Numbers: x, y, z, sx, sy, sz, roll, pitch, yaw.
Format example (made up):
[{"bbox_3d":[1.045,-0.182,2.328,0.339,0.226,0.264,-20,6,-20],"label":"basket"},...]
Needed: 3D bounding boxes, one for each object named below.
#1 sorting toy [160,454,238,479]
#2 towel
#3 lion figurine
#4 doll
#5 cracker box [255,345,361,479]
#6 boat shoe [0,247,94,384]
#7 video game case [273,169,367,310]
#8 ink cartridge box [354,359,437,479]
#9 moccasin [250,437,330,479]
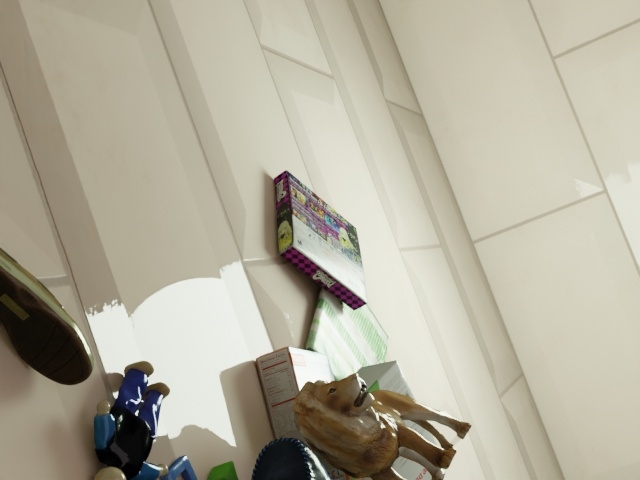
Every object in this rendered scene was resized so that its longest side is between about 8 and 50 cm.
[{"bbox_3d":[-0.100,0.430,1.217,0.196,0.047,0.347,8,62,-69],"label":"sorting toy"},{"bbox_3d":[0.054,0.202,1.916,0.248,0.038,0.325,58,23,-23],"label":"towel"},{"bbox_3d":[0.097,0.300,1.546,0.240,0.142,0.392,28,-1,14],"label":"lion figurine"},{"bbox_3d":[-0.218,0.226,1.127,0.129,0.046,0.189,58,21,-24],"label":"doll"},{"bbox_3d":[-0.017,0.294,1.566,0.156,0.067,0.232,25,47,-62],"label":"cracker box"},{"bbox_3d":[-0.306,0.071,1.042,0.190,0.068,0.072,58,9,-26],"label":"boat shoe"},{"bbox_3d":[0.000,0.000,1.919,0.232,0.042,0.210,38,32,-37],"label":"video game case"},{"bbox_3d":[0.114,0.352,1.752,0.160,0.093,0.219,-36,105,-49],"label":"ink cartridge box"},{"bbox_3d":[-0.046,0.367,1.150,0.117,0.138,0.342,51,22,-36],"label":"moccasin"}]
